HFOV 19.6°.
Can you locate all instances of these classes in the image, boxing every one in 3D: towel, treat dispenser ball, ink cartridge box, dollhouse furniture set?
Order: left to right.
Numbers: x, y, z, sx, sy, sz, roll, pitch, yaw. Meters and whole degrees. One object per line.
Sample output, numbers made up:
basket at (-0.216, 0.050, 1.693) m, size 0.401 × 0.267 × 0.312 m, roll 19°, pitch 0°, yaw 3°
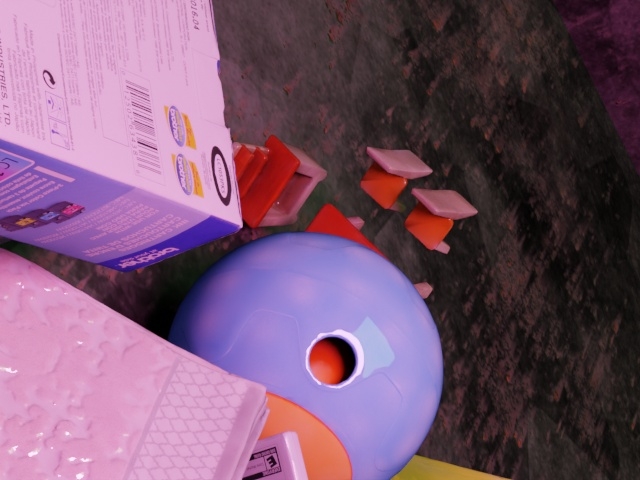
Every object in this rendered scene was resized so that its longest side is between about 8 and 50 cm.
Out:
towel at (-0.222, 0.179, 1.625) m, size 0.317 × 0.053 × 0.332 m, roll 27°, pitch 41°, yaw -6°
ink cartridge box at (-0.214, -0.136, 1.607) m, size 0.395 × 0.151 × 0.270 m, roll 19°, pitch 56°, yaw -53°
treat dispenser ball at (-0.018, 0.134, 1.909) m, size 0.288 × 0.288 × 0.288 m, roll 37°, pitch 42°, yaw -44°
dollhouse furniture set at (0.000, 0.000, 2.094) m, size 0.259 × 0.262 × 0.135 m, roll 44°, pitch 21°, yaw 26°

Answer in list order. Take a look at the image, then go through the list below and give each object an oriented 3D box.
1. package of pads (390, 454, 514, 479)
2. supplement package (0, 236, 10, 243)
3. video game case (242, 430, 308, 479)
package of pads at (0.180, 0.377, 2.123) m, size 0.229 × 0.297 × 0.101 m, roll -71°, pitch 173°, yaw -49°
supplement package at (-0.343, -0.099, 1.660) m, size 0.244 × 0.134 × 0.139 m, roll 23°, pitch 53°, yaw -53°
video game case at (-0.083, 0.301, 1.773) m, size 0.023 × 0.212 × 0.193 m, roll 0°, pitch 72°, yaw -52°
